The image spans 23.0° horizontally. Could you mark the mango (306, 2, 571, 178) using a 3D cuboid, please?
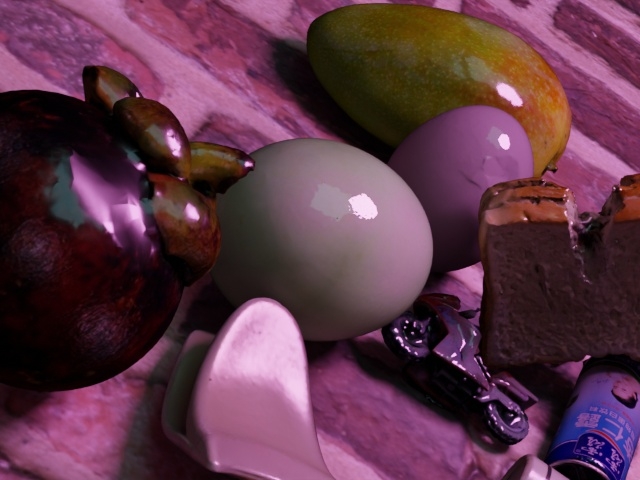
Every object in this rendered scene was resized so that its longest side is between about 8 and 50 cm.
[{"bbox_3d":[0.157,-0.207,2.098,0.382,0.201,0.225,26,58,4],"label":"mango"}]

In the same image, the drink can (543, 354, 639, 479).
[{"bbox_3d":[0.324,0.226,1.835,0.097,0.097,0.235,36,38,0],"label":"drink can"}]

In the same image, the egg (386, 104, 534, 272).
[{"bbox_3d":[0.168,-0.065,1.917,0.176,0.232,0.176,23,42,-22],"label":"egg"}]

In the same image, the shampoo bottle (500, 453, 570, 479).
[{"bbox_3d":[0.310,0.337,1.709,0.262,0.085,0.085,34,36,-2],"label":"shampoo bottle"}]

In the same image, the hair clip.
[{"bbox_3d":[-0.073,0.169,1.558,0.172,0.113,0.282,25,36,-27],"label":"hair clip"}]

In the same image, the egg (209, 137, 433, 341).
[{"bbox_3d":[0.000,0.000,1.718,0.269,0.220,0.220,8,44,-33],"label":"egg"}]

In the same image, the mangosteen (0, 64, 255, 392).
[{"bbox_3d":[-0.245,-0.007,1.475,0.311,0.311,0.311,22,39,-19],"label":"mangosteen"}]

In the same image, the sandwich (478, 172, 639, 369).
[{"bbox_3d":[0.317,0.034,1.824,0.273,0.249,0.095,-1,38,7],"label":"sandwich"}]

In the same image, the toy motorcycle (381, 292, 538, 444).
[{"bbox_3d":[0.164,0.142,1.816,0.213,0.082,0.122,41,46,-7],"label":"toy motorcycle"}]
